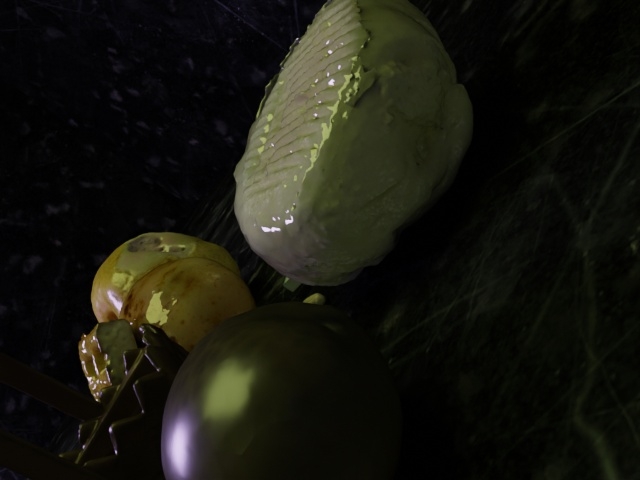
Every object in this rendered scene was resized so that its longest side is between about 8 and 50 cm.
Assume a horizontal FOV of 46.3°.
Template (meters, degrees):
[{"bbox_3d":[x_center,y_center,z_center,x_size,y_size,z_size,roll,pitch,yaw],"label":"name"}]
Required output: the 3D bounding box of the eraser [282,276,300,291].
[{"bbox_3d":[0.000,0.000,1.151,0.150,0.023,0.104,-46,16,32],"label":"eraser"}]

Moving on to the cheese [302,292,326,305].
[{"bbox_3d":[-0.015,0.098,0.955,0.044,0.030,0.083,-22,25,29],"label":"cheese"}]

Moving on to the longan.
[{"bbox_3d":[-0.028,0.142,0.566,0.198,0.198,0.212,-56,12,-5],"label":"longan"}]

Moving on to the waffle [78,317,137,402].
[{"bbox_3d":[-0.284,0.255,1.097,0.057,0.274,0.168,-16,-11,-30],"label":"waffle"}]

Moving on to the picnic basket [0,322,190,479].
[{"bbox_3d":[-0.248,0.234,0.827,0.291,0.321,0.254,-58,17,-3],"label":"picnic basket"}]

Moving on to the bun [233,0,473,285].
[{"bbox_3d":[0.045,-0.113,0.892,0.359,0.211,0.359,-51,24,33],"label":"bun"}]

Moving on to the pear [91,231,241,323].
[{"bbox_3d":[-0.276,0.102,1.375,0.271,0.271,0.271,-51,14,18],"label":"pear"}]

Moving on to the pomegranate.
[{"bbox_3d":[-0.193,0.130,1.157,0.215,0.215,0.215,-51,14,18],"label":"pomegranate"}]
